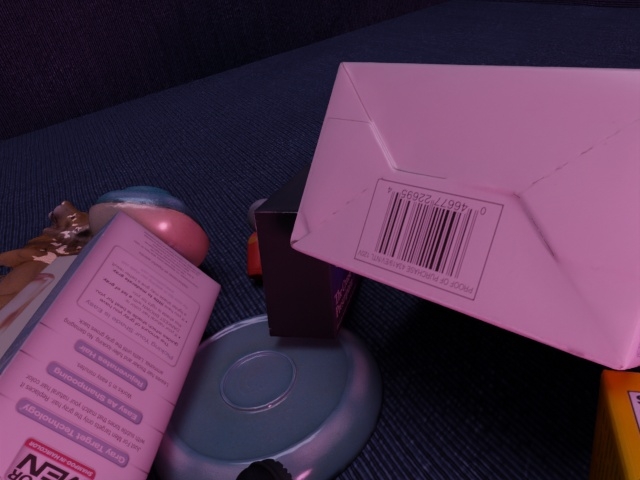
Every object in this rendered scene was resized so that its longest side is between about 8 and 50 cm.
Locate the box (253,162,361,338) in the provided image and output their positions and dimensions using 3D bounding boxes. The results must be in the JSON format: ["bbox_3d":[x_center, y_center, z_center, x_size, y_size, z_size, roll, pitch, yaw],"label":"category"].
[{"bbox_3d":[0.000,0.000,0.783,0.103,0.184,0.261,-1,22,16],"label":"box"}]

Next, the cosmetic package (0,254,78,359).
[{"bbox_3d":[-0.387,0.162,0.750,0.129,0.153,0.296,-3,32,18],"label":"cosmetic package"}]

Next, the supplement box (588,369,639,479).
[{"bbox_3d":[0.285,0.271,0.290,0.194,0.195,0.356,-1,34,18],"label":"supplement box"}]

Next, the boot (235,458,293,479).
[{"bbox_3d":[-0.095,0.297,0.418,0.207,0.094,0.246,1,30,-28],"label":"boot"}]

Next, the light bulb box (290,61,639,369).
[{"bbox_3d":[0.230,-0.029,0.602,0.358,0.225,0.361,19,4,42],"label":"light bulb box"}]

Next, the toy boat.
[{"bbox_3d":[-0.226,-0.016,0.923,0.319,0.267,0.147,6,70,-7],"label":"toy boat"}]

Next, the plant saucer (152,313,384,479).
[{"bbox_3d":[-0.078,0.193,0.690,0.318,0.043,0.317,-9,31,6],"label":"plant saucer"}]

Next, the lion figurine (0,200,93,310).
[{"bbox_3d":[-0.544,0.091,0.948,0.241,0.142,0.392,-8,39,8],"label":"lion figurine"}]

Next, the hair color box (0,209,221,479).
[{"bbox_3d":[-0.269,0.153,0.634,0.114,0.185,0.374,-35,26,30],"label":"hair color box"}]
